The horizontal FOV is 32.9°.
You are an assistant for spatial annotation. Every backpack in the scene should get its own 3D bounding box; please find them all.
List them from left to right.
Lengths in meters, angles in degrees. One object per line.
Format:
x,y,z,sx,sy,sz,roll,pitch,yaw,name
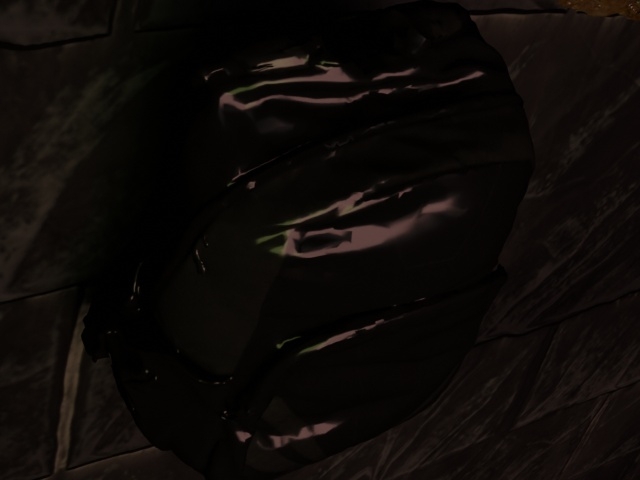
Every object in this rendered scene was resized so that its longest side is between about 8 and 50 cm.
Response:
0.000,0.000,0.877,0.363,0.255,0.446,-18,152,-28,backpack

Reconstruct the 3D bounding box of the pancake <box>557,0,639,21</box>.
0.314,-0.366,0.919,0.387,0.082,0.387,-25,137,-25,pancake
